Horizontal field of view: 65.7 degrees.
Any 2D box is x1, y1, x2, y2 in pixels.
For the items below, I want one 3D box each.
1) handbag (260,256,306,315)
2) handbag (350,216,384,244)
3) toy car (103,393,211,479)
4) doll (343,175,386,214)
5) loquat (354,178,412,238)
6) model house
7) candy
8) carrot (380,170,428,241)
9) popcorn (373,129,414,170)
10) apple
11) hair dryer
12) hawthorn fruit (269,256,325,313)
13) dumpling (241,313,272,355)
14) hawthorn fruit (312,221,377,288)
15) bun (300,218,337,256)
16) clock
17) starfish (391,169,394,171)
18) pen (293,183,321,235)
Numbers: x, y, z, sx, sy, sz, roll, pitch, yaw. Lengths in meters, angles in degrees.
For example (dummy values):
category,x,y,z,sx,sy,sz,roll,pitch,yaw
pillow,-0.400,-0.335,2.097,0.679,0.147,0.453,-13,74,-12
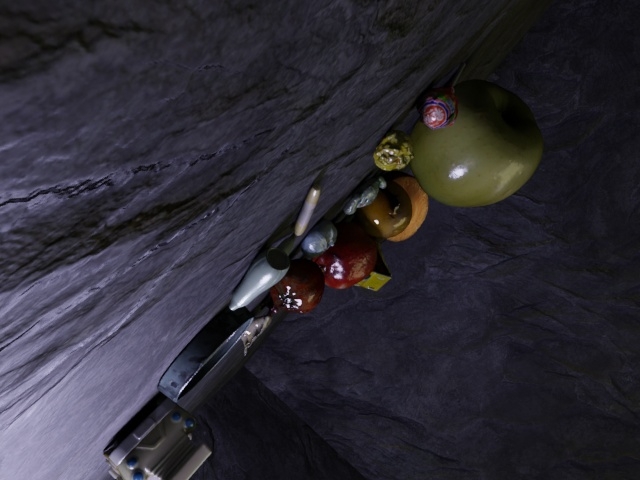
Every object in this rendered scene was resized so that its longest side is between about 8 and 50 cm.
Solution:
category,x,y,z,sx,sy,sz,roll,pitch,yaw
handbag,-0.124,0.181,1.910,0.203,0.074,0.216,-54,172,37
handbag,0.255,-0.084,2.319,0.251,0.193,0.190,-39,176,35
toy car,-0.468,0.623,1.452,0.242,0.226,0.336,-45,172,-35
doll,0.159,-0.169,1.761,0.214,0.071,0.103,-36,157,-28
loquat,0.247,-0.120,1.944,0.235,0.235,0.235,-48,174,-6
model house,0.117,0.137,2.181,0.340,0.324,0.300,-45,172,-38
candy,0.395,-0.466,1.524,0.365,0.124,0.124,-58,-178,-39
carrot,0.328,-0.143,2.128,0.100,0.259,0.307,-108,-163,-65
popcorn,0.212,-0.253,1.419,0.120,0.106,0.116,-50,-176,6
apple,0.541,-0.331,1.789,0.473,0.474,0.473,-48,174,-6
hair dryer,-0.121,0.053,1.231,0.206,0.075,0.237,-44,-174,39
hawthorn fruit,-0.054,0.132,1.615,0.235,0.181,0.181,-44,173,-43
dumpling,-0.263,0.346,1.881,0.166,0.086,0.332,-48,175,-18
hawthorn fruit,0.062,0.067,1.875,0.300,0.254,0.254,-29,166,-24
bun,0.000,0.000,1.595,0.141,0.083,0.141,-45,173,-8
clock,-0.309,0.305,1.366,0.319,0.066,0.319,-48,175,-5
starfish,0.302,-0.263,2.317,0.150,0.053,0.210,-54,172,7
pen,-0.031,-0.070,1.153,0.233,0.032,0.040,120,-10,-62
